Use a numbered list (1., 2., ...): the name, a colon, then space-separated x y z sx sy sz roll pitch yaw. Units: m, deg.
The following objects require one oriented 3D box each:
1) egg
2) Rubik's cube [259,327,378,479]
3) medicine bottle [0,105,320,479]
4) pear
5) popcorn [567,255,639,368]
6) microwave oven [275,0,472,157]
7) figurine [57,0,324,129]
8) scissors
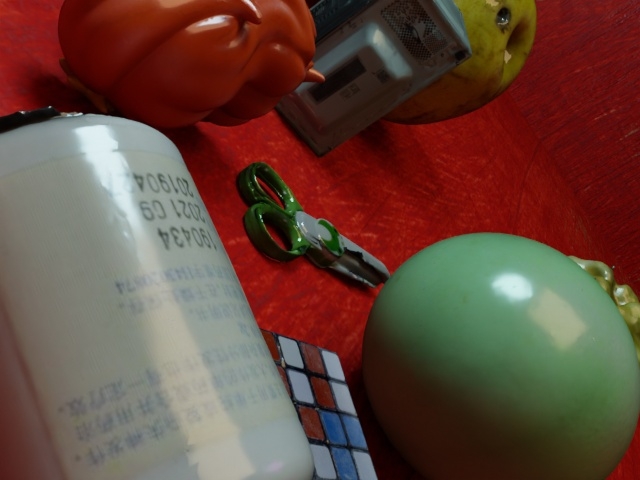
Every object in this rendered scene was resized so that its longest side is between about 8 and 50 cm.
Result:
1. egg: 0.155 0.114 0.703 0.270 0.220 0.220 40 28 -35
2. Rubik's cube: -0.037 0.116 0.481 0.092 0.092 0.092 27 38 -51
3. medicine bottle: -0.084 0.085 0.363 0.143 0.143 0.258 8 53 -61
4. pear: 0.143 -0.288 1.110 0.281 0.281 0.280 44 26 -29
5. popcorn: 0.281 0.118 0.954 0.249 0.225 0.249 40 38 -41
6. microwave oven: 0.046 -0.220 0.928 0.122 0.208 0.162 47 25 -24
7. figurine: -0.099 -0.189 0.657 0.208 0.181 0.257 75 8 -54
8. scissors: 0.000 0.000 0.788 0.204 0.027 0.101 31 37 -43
